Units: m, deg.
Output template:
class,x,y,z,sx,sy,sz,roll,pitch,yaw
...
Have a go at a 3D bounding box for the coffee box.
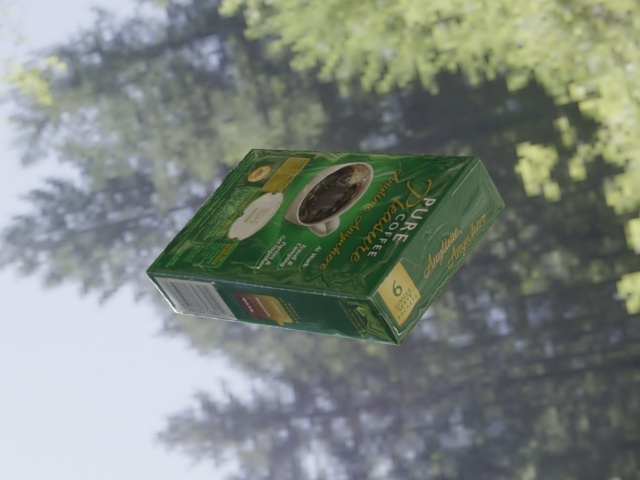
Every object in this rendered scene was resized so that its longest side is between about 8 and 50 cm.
class,x,y,z,sx,sy,sz,roll,pitch,yaw
coffee box,0.000,0.000,1.050,0.113,0.184,0.040,-51,-54,-30
